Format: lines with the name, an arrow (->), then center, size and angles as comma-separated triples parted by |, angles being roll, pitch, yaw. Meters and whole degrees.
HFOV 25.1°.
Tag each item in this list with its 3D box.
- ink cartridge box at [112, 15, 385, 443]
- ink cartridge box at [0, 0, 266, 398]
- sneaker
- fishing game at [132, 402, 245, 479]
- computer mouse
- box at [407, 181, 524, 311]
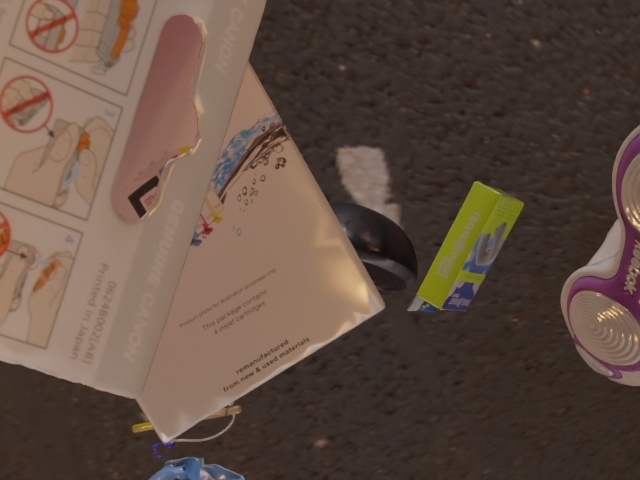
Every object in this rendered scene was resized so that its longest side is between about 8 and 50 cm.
ink cartridge box -> -0.101, -0.024, 0.943 | 0.168, 0.171, 0.233 | -31, 103, -7
ink cartridge box -> -0.224, -0.116, 0.732 | 0.091, 0.385, 0.308 | 5, 75, 54
sneaker -> 0.292, 0.007, 1.158 | 0.114, 0.152, 0.305 | 46, 147, 26
fishing game -> -0.100, 0.281, 1.262 | 0.189, 0.041, 0.264 | -21, 77, 39
computer mouse -> 0.000, 0.000, 1.520 | 0.272, 0.188, 0.072 | 0, 66, 51
box -> 0.180, 0.018, 1.767 | 0.042, 0.109, 0.178 | 30, 98, 22
